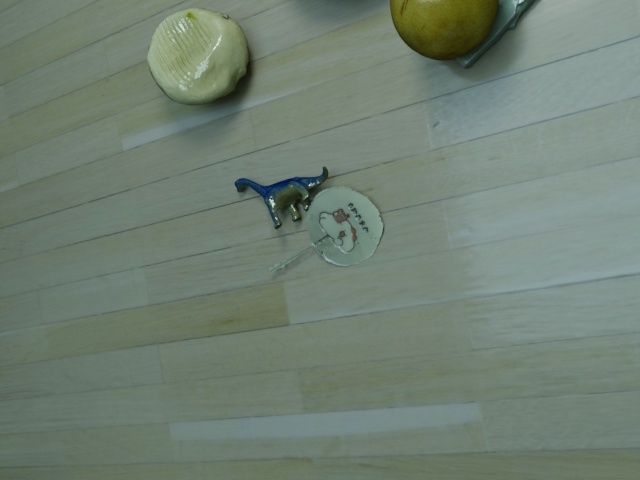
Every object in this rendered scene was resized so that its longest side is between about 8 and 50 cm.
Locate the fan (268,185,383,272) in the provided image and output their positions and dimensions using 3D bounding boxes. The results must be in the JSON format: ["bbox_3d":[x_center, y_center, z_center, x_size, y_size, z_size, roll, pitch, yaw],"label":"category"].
[{"bbox_3d":[0.000,0.000,1.576,0.329,0.009,0.191,-33,90,26],"label":"fan"}]

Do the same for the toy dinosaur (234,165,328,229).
[{"bbox_3d":[-0.092,-0.142,1.601,0.247,0.075,0.188,-44,70,30],"label":"toy dinosaur"}]

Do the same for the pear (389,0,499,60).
[{"bbox_3d":[0.242,-0.451,1.285,0.208,0.209,0.209,2,94,28],"label":"pear"}]

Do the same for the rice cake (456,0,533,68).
[{"bbox_3d":[0.346,-0.476,1.358,0.237,0.043,0.127,-46,71,25],"label":"rice cake"}]

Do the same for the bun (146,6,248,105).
[{"bbox_3d":[-0.293,-0.442,1.644,0.259,0.160,0.259,-6,74,23],"label":"bun"}]
